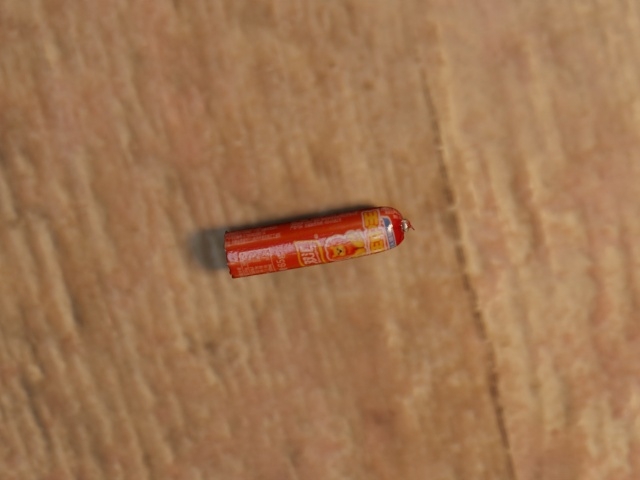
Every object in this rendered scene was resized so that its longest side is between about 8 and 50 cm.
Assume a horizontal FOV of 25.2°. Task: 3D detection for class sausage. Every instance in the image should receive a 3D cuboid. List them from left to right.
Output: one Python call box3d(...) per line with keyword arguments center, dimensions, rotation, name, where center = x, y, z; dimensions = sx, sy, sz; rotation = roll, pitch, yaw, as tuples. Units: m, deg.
box3d(center=(0.000, 0.000, 0.973), dimensions=(0.129, 0.034, 0.034), rotation=(-9, 106, 8), name="sausage")
